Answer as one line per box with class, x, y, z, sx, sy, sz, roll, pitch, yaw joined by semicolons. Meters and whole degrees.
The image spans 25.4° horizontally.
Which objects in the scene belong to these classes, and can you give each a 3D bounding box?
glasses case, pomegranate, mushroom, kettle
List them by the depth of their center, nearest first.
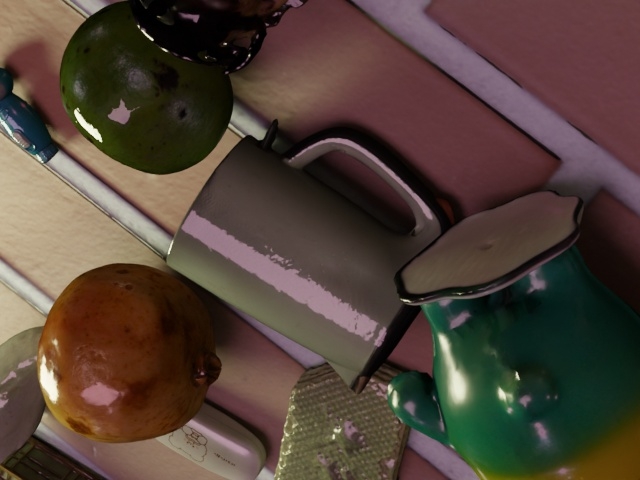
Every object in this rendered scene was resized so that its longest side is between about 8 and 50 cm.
pomegranate;-0.156;-0.178;1.450;0.225;0.187;0.187;-40;96;11
kettle;0.000;0.000;1.483;0.255;0.165;0.240;32;102;7
pomegranate;-0.219;0.137;1.654;0.215;0.215;0.215;15;126;22
glasses case;-0.156;0.240;1.790;0.193;0.049;0.074;29;130;12
mushroom;-0.387;0.182;1.856;0.118;0.103;0.270;43;126;-1

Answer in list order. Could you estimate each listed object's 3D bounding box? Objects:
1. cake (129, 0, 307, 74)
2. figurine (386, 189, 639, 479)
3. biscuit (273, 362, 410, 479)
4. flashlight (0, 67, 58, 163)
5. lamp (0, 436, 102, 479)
cake;-0.090;-0.300;1.226;0.332;0.332;0.321;1;122;30
figurine;0.230;0.143;1.384;0.324;0.231;0.340;-23;110;19
biscuit;0.029;0.237;1.679;0.150;0.052;0.252;24;129;15
flashlight;-0.355;-0.148;1.659;0.051;0.051;0.129;-29;108;40
lamp;-0.311;0.384;1.949;0.325;0.090;0.089;29;129;10
